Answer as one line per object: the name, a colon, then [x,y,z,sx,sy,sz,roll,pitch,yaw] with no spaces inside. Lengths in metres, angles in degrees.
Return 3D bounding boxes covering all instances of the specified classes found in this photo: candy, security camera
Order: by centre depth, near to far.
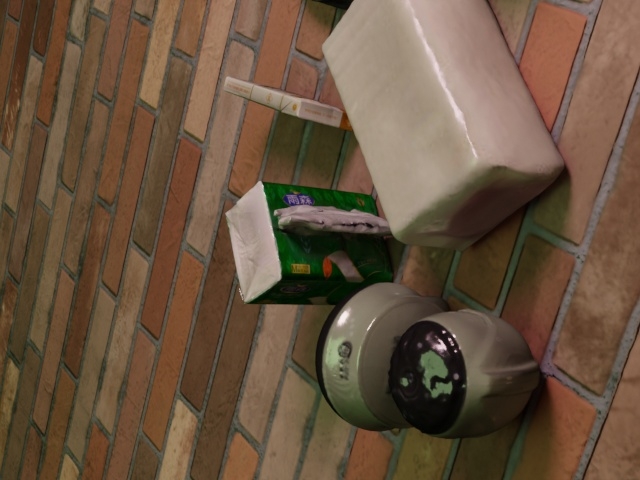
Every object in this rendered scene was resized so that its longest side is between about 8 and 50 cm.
security camera: [0.139,0.160,1.429,0.277,0.191,0.197,6,92,53]
candy: [0.146,-0.175,1.474,0.208,0.145,0.358,-46,52,43]

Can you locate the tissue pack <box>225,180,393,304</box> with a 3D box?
tissue pack: [0.001,-0.002,1.612,0.156,0.209,0.148,-37,58,44]

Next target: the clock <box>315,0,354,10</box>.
clock: [0.045,-0.504,1.701,0.319,0.066,0.318,-5,83,53]

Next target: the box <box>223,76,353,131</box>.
box: [-0.043,-0.209,1.757,0.220,0.122,0.032,26,103,52]
